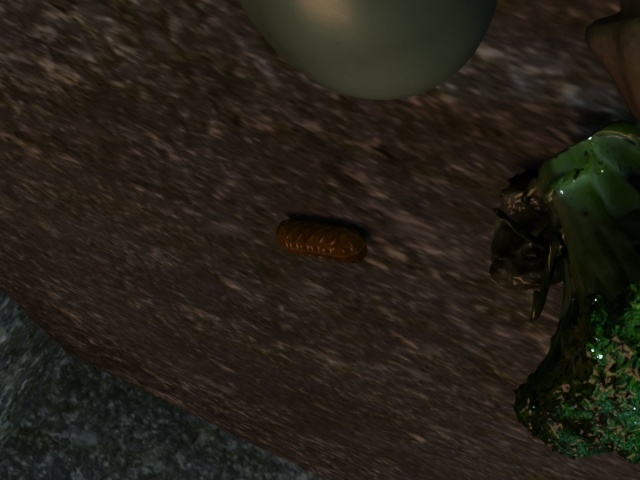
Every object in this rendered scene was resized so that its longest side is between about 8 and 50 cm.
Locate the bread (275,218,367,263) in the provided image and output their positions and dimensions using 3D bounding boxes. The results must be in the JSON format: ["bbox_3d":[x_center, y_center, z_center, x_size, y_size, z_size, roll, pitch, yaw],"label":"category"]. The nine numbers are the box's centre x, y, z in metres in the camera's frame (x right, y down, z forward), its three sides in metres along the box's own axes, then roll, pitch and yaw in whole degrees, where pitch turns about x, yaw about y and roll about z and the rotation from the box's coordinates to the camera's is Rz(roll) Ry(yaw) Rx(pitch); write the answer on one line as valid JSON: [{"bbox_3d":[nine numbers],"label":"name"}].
[{"bbox_3d":[0.000,0.000,1.500,0.157,0.044,0.052,9,155,48],"label":"bread"}]

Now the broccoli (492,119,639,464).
[{"bbox_3d":[0.270,0.053,0.943,0.283,0.304,0.321,60,147,18],"label":"broccoli"}]

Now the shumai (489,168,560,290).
[{"bbox_3d":[0.205,-0.017,1.097,0.099,0.124,0.087,-6,123,19],"label":"shumai"}]

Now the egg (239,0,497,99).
[{"bbox_3d":[0.020,-0.214,0.780,0.183,0.183,0.264,9,144,46],"label":"egg"}]

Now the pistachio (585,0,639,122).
[{"bbox_3d":[0.337,-0.057,0.521,0.445,0.281,0.365,26,-168,13],"label":"pistachio"}]
